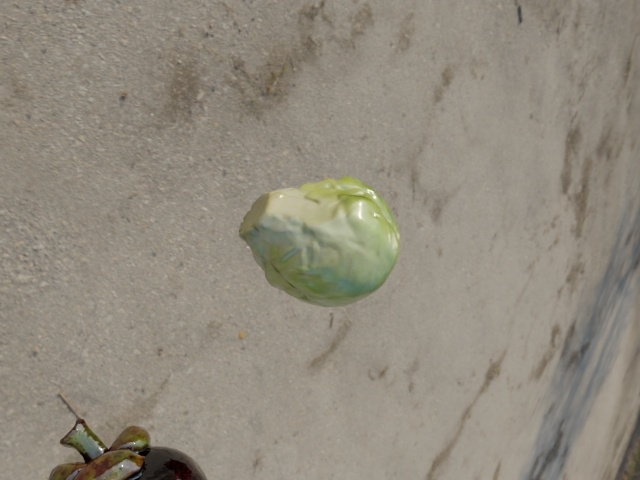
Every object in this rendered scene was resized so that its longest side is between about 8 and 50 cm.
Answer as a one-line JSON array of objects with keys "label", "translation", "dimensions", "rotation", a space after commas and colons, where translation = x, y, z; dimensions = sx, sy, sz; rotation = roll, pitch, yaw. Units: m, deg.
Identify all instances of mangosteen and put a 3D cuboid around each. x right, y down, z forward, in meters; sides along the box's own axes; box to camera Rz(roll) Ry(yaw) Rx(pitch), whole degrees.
[{"label": "mangosteen", "translation": [-0.263, 0.345, 0.654], "dimensions": [0.211, 0.211, 0.250], "rotation": [-25, 80, -41]}]

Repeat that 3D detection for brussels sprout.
[{"label": "brussels sprout", "translation": [0.013, 0.002, 0.954], "dimensions": [0.316, 0.274, 0.242], "rotation": [39, 58, -50]}]
